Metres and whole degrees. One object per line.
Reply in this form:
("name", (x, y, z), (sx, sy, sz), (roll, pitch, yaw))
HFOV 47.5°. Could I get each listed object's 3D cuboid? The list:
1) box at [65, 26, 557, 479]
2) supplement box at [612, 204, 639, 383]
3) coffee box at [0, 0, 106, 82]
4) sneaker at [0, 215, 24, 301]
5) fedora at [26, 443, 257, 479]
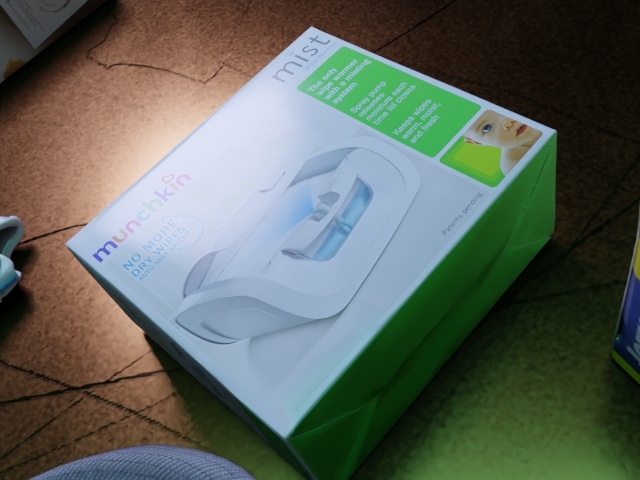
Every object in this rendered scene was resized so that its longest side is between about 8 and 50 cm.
("box", (0.000, 0.000, 0.531), (0.231, 0.127, 0.262), (34, 70, 32))
("supplement box", (0.365, -0.014, 0.387), (0.356, 0.194, 0.195), (-33, 52, -8))
("coffee box", (-0.393, -0.283, 0.876), (0.141, 0.098, 0.246), (32, 68, 33))
("sneaker", (-0.305, 0.046, 0.624), (0.082, 0.071, 0.191), (-4, 53, 6))
("fedora", (-0.111, 0.239, 0.371), (0.275, 0.124, 0.244), (-15, 41, 20))
